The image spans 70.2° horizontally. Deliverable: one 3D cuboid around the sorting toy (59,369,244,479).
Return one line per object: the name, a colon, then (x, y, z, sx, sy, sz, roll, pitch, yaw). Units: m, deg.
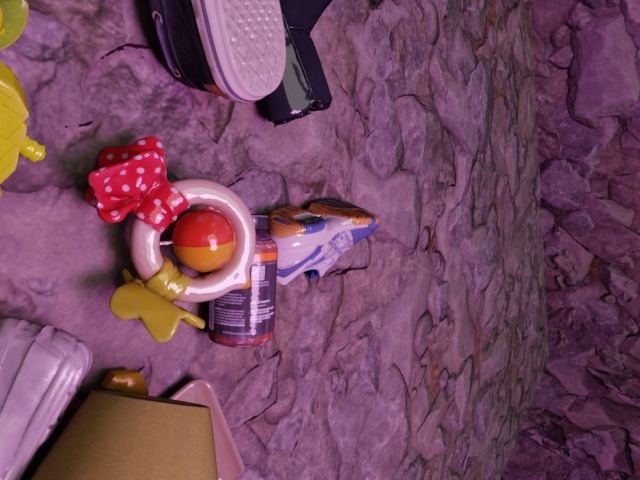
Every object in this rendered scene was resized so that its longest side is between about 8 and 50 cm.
sorting toy: (-0.244, 0.303, 0.649, 0.229, 0.041, 0.307, -33, 119, -38)

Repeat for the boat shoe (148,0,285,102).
boat shoe: (-0.162, -0.421, 0.545, 0.186, 0.155, 0.501, -37, 127, -48)

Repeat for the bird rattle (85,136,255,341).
bird rattle: (-0.187, -0.006, 0.595, 0.206, 0.143, 0.254, -6, 90, -32)

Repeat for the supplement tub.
supplement tub: (-0.119, 0.057, 0.709, 0.106, 0.106, 0.198, -1, 95, -50)

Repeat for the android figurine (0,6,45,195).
android figurine: (-0.354, -0.115, 0.341, 0.248, 0.056, 0.273, -40, 145, 7)

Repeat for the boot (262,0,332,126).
boot: (-0.028, -0.329, 0.774, 0.246, 0.094, 0.207, -40, 121, -32)

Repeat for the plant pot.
plant pot: (-0.220, 0.322, 0.488, 0.274, 0.274, 0.294, 32, 60, -48)

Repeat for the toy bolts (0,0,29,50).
toy bolts: (-0.393, -0.241, 0.356, 0.218, 0.159, 0.228, -36, 145, 7)

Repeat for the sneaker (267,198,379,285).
sneaker: (0.000, 0.000, 0.870, 0.296, 0.111, 0.131, -12, 121, -48)

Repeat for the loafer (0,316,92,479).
loafer: (-0.359, 0.234, 0.458, 0.111, 0.112, 0.320, 28, 70, -11)
